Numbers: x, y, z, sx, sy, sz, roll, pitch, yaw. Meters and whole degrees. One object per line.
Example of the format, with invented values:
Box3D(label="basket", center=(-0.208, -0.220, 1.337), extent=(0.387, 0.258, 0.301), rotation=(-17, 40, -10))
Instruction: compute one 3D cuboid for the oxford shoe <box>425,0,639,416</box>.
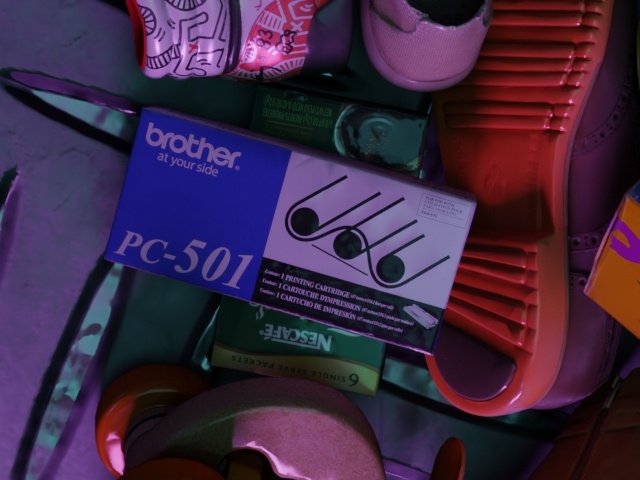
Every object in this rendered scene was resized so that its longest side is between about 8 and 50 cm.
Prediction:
Box3D(label="oxford shoe", center=(0.153, -0.072, 0.994), extent=(0.133, 0.130, 0.363), rotation=(2, 100, -41))

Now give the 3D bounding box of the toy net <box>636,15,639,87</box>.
Box3D(label="toy net", center=(0.222, -0.197, 0.952), extent=(0.045, 0.122, 0.232), rotation=(-1, 66, 27))

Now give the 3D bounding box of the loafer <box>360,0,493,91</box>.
Box3D(label="loafer", center=(0.066, -0.225, 0.917), extent=(0.102, 0.092, 0.268), rotation=(-8, 89, -15))

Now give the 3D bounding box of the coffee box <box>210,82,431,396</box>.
Box3D(label="coffee box", center=(0.000, 0.000, 0.988), extent=(0.113, 0.040, 0.184), rotation=(12, 100, 2))

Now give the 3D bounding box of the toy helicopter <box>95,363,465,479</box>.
Box3D(label="toy helicopter", center=(-0.023, 0.247, 1.018), extent=(0.235, 0.140, 0.355), rotation=(-3, 116, -9))

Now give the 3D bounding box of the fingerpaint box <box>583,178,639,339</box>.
Box3D(label="fingerpaint box", center=(0.439, -0.025, 0.883), extent=(0.371, 0.163, 0.445), rotation=(41, 74, 16))

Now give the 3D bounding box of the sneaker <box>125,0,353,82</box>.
Box3D(label="sneaker", center=(-0.062, -0.224, 0.913), extent=(0.145, 0.090, 0.270), rotation=(-7, 106, -12))

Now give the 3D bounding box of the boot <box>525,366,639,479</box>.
Box3D(label="boot", center=(0.163, 0.160, 1.044), extent=(0.073, 0.197, 0.152), rotation=(43, 54, -37))

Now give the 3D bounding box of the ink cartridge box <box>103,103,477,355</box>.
Box3D(label="ink cartridge box", center=(-0.018, -0.008, 0.943), extent=(0.207, 0.046, 0.097), rotation=(16, 99, 3))
